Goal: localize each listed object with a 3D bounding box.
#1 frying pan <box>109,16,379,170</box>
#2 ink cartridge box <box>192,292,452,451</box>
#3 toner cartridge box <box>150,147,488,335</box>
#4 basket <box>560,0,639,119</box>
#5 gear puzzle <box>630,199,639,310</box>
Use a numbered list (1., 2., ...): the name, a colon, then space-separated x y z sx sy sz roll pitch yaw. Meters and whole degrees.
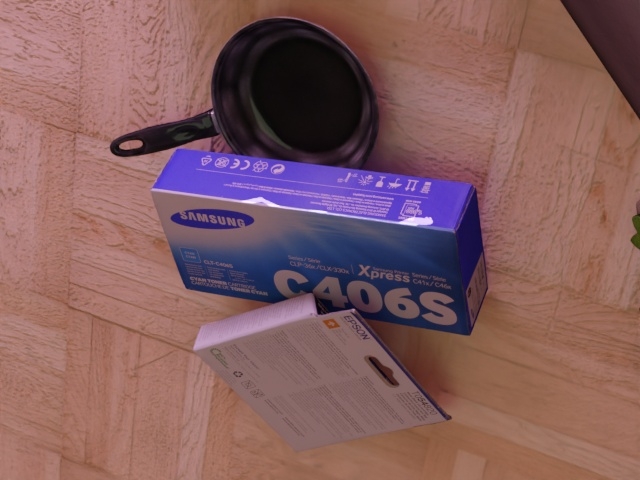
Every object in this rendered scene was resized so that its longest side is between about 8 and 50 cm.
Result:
1. frying pan: -0.068 -0.118 1.442 0.326 0.053 0.197 -35 97 36
2. ink cartridge box: 0.006 0.151 1.501 0.224 0.045 0.223 -16 131 31
3. toner cartridge box: 0.000 0.000 1.426 0.348 0.075 0.165 8 137 21
4. basket: 0.304 -0.221 1.154 0.227 0.204 0.154 50 165 5
5. gear puzzle: 0.374 0.041 1.279 0.175 0.044 0.339 16 125 50
